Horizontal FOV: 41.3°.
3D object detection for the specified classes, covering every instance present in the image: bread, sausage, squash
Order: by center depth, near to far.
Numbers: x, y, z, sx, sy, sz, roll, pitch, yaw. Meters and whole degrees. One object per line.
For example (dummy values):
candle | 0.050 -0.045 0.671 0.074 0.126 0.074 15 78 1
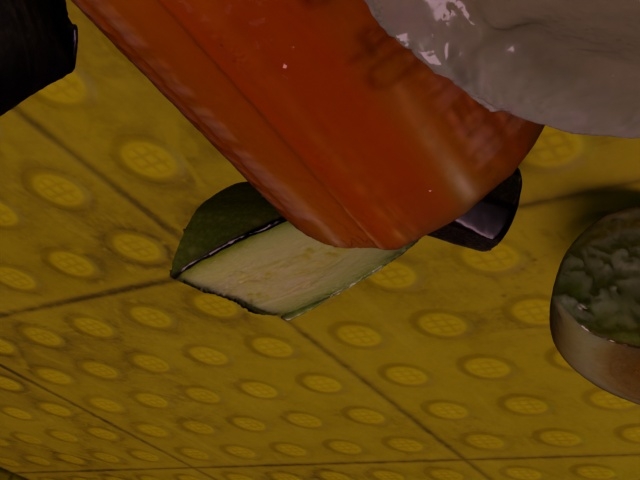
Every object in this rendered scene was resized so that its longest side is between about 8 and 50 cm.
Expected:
sausage | -0.013 -0.163 0.492 0.233 0.233 0.287 -8 144 31
squash | -0.011 -0.019 0.696 0.184 0.085 0.192 -28 156 16
bread | 0.367 0.044 0.749 0.333 0.160 0.333 10 151 6

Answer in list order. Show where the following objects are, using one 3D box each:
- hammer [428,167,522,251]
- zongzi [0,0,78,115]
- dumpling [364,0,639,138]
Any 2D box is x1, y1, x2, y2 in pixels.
hammer | 0.007 0.001 0.883 0.243 0.095 0.409 19 150 -11
zongzi | -0.391 -0.273 0.535 0.403 0.208 0.432 6 130 34
dumpling | 0.149 -0.155 0.358 0.293 0.163 0.204 -7 163 9
